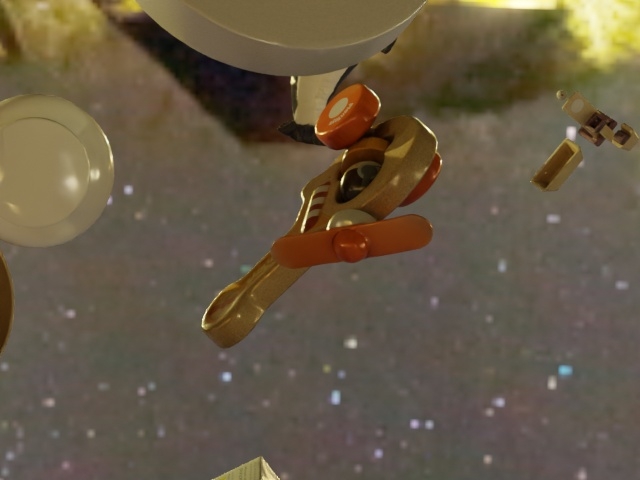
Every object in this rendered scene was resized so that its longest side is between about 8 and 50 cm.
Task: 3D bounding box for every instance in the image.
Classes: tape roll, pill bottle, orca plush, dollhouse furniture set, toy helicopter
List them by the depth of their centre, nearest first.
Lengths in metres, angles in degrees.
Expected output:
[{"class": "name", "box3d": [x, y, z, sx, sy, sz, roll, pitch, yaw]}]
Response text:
[{"class": "tape roll", "box3d": [-0.046, -0.361, 1.766, 0.392, 0.392, 0.072, -2, 160, -20]}, {"class": "dollhouse furniture set", "box3d": [0.275, -0.106, 1.858, 0.081, 0.114, 0.091, 36, -174, -35]}, {"class": "toy helicopter", "box3d": [0.000, 0.000, 1.920, 0.140, 0.355, 0.235, 41, -170, -24]}, {"class": "pill bottle", "box3d": [-0.341, -0.086, 2.020, 0.181, 0.181, 0.323, 0, -176, -8]}, {"class": "orca plush", "box3d": [0.040, -0.258, 2.099, 0.151, 0.287, 0.102, 13, -161, 21]}]

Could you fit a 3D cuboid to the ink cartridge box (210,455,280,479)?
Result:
[{"class": "ink cartridge box", "box3d": [-0.113, 0.370, 1.989, 0.176, 0.127, 0.128, -28, -152, 14]}]

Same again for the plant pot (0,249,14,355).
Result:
[{"class": "plant pot", "box3d": [-0.560, 0.092, 2.140, 0.284, 0.284, 0.191, -5, 167, -33]}]
